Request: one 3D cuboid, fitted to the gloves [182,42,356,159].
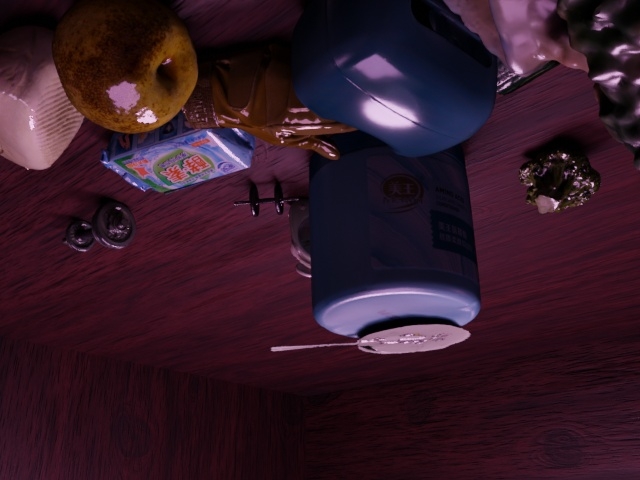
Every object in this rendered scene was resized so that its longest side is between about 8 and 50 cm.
[{"bbox_3d":[-0.057,-0.226,0.993,0.330,0.154,0.141,5,157,3],"label":"gloves"}]

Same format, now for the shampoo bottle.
[{"bbox_3d":[0.140,-0.004,1.249,0.331,0.343,0.331,0,156,0],"label":"shampoo bottle"}]

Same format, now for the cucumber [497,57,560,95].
[{"bbox_3d":[0.318,-0.285,0.986,0.116,0.062,0.115,18,153,-33],"label":"cucumber"}]

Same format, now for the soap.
[{"bbox_3d":[-0.267,-0.171,1.184,0.293,0.077,0.156,-13,153,25],"label":"soap"}]

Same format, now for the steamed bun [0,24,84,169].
[{"bbox_3d":[-0.468,-0.227,0.969,0.152,0.170,0.239,22,152,-4],"label":"steamed bun"}]

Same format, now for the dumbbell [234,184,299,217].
[{"bbox_3d":[-0.119,-0.088,1.381,0.147,0.069,0.069,-4,155,7],"label":"dumbbell"}]

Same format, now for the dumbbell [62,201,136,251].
[{"bbox_3d":[-0.541,-0.020,1.485,0.254,0.110,0.110,-13,154,38],"label":"dumbbell"}]

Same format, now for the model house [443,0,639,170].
[{"bbox_3d":[0.206,-0.352,0.423,0.395,0.400,0.445,-38,132,-3],"label":"model house"}]

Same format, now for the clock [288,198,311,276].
[{"bbox_3d":[0.000,0.000,1.431,0.151,0.191,0.062,5,154,-12],"label":"clock"}]

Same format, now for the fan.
[{"bbox_3d":[0.104,0.206,1.281,0.414,0.012,0.233,-2,155,-5],"label":"fan"}]

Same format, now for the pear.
[{"bbox_3d":[-0.282,-0.253,0.881,0.197,0.197,0.197,-1,155,0],"label":"pear"}]

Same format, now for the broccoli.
[{"bbox_3d":[0.485,-0.118,1.274,0.146,0.138,0.162,44,152,-10],"label":"broccoli"}]

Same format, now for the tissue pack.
[{"bbox_3d":[0.118,-0.252,0.879,0.287,0.198,0.206,20,150,-33],"label":"tissue pack"}]
